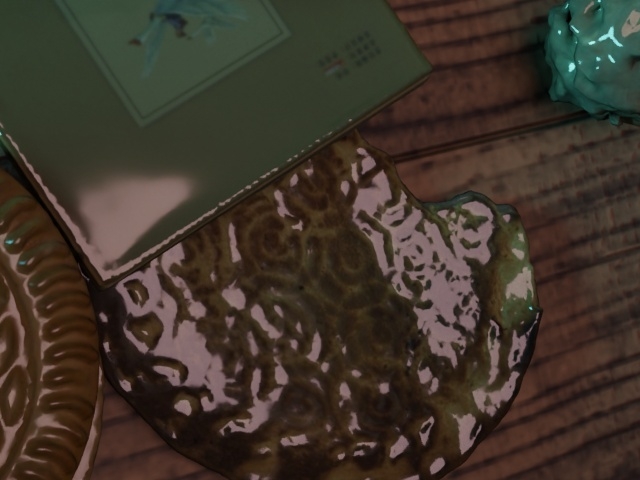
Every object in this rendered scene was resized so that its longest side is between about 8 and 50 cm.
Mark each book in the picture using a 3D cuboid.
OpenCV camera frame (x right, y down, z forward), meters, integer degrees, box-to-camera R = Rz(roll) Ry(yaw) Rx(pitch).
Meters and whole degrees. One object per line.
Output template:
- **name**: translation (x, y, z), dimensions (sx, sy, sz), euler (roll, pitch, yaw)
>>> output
- **book**: translation (-0.109, -0.159, 0.638), dimensions (0.217, 0.021, 0.310), euler (-34, 92, -19)

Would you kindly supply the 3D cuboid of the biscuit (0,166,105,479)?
- **biscuit**: translation (-0.222, 0.069, 0.580), dimensions (0.259, 0.079, 0.259), euler (0, 88, -19)

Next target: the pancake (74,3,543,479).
- **pancake**: translation (0.000, 0.000, 0.692), dimensions (0.288, 0.033, 0.286), euler (14, 82, -20)

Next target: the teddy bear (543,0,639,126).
- **teddy bear**: translation (0.325, -0.227, 0.754), dimensions (0.357, 0.224, 0.368), euler (10, 70, -18)
